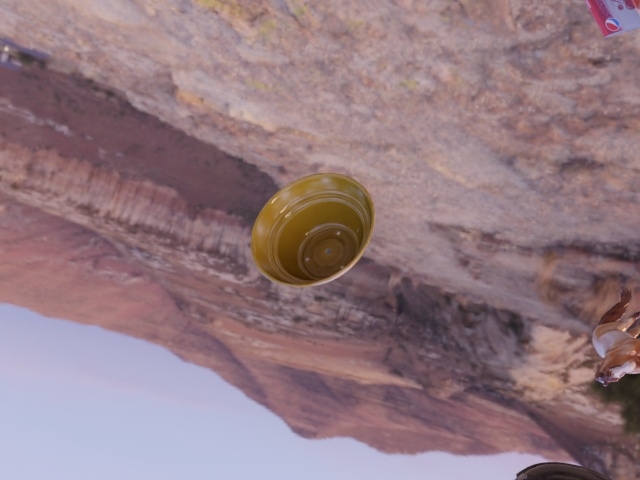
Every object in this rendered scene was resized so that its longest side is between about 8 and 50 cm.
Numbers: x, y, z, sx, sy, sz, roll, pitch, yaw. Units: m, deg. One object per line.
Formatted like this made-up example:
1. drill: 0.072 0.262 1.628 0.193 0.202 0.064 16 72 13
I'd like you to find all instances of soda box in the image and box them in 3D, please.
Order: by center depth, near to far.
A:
1. soda box: 0.568 -0.468 1.205 0.092 0.263 0.083 52 156 -19

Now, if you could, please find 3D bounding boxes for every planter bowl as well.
1. planter bowl: 0.000 0.000 1.160 0.217 0.217 0.090 12 155 30

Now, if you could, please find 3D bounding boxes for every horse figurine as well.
1. horse figurine: 0.524 0.164 1.173 0.066 0.174 0.263 58 -168 -8

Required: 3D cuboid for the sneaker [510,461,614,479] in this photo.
1. sneaker: 0.517 0.489 1.075 0.483 0.185 0.202 26 158 31
